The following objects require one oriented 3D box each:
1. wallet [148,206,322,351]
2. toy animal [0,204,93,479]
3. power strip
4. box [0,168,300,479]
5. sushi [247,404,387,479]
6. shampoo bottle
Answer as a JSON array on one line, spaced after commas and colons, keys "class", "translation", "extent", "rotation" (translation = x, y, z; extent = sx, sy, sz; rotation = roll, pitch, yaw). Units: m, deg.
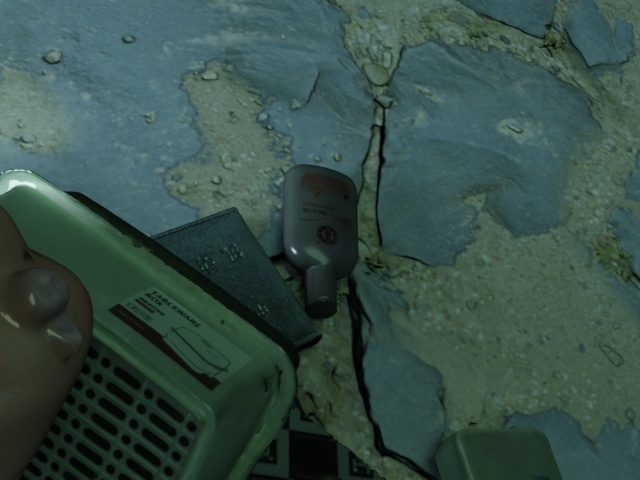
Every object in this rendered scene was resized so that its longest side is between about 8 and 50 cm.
[{"class": "wallet", "translation": [-0.122, 0.065, 1.076], "extent": [0.222, 0.036, 0.167], "rotation": [-22, 69, -36]}, {"class": "toy animal", "translation": [-0.279, 0.100, 0.730], "extent": [0.269, 0.326, 0.237], "rotation": [63, 24, -9]}, {"class": "power strip", "translation": [0.187, 0.284, 1.058], "extent": [0.118, 0.046, 0.270], "rotation": [4, 55, -32]}, {"class": "box", "translation": [-0.173, 0.100, 0.888], "extent": [0.290, 0.220, 0.166], "rotation": [35, 23, 13]}, {"class": "sushi", "translation": [0.018, 0.271, 0.990], "extent": [0.231, 0.047, 0.219], "rotation": [39, 50, 3]}, {"class": "shampoo bottle", "translation": [0.000, 0.000, 1.178], "extent": [0.080, 0.040, 0.165], "rotation": [15, 51, -19]}]
